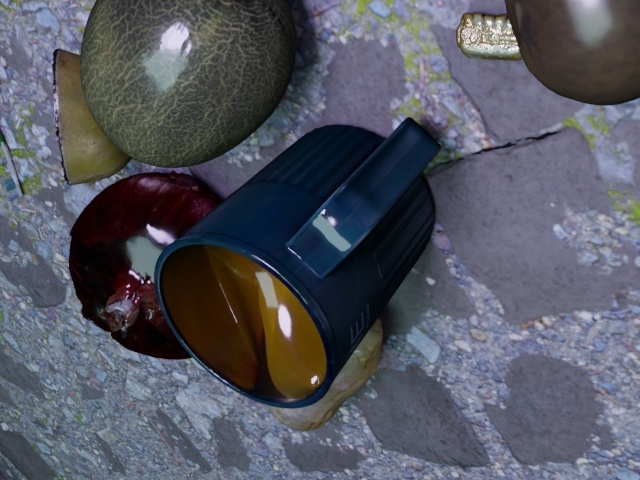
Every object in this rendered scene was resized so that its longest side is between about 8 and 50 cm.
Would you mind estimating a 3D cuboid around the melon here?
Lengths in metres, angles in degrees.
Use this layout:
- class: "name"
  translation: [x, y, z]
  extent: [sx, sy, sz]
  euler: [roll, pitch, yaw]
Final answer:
- class: "melon"
  translation: [-0.162, -0.213, 0.959]
  extent: [0.237, 0.237, 0.302]
  euler: [48, 141, -5]

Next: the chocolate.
- class: "chocolate"
  translation: [0.000, 0.200, 1.256]
  extent: [0.134, 0.134, 0.309]
  euler: [40, 138, 3]

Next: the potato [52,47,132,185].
- class: "potato"
  translation: [-0.324, -0.182, 1.199]
  extent: [0.117, 0.182, 0.202]
  euler: [-2, 110, -6]

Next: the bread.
- class: "bread"
  translation: [0.185, -0.214, 0.846]
  extent: [0.088, 0.034, 0.049]
  euler: [8, 113, 28]

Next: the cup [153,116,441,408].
- class: "cup"
  translation: [-0.016, -0.004, 0.979]
  extent: [0.242, 0.292, 0.308]
  euler: [23, 134, 21]

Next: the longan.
- class: "longan"
  translation: [0.242, -0.212, 0.706]
  extent: [0.187, 0.167, 0.167]
  euler: [47, 138, -7]

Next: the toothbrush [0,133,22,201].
- class: "toothbrush"
  translation: [-0.584, -0.203, 1.454]
  extent: [0.030, 0.030, 0.304]
  euler: [17, 130, 26]

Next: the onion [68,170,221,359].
- class: "onion"
  translation: [-0.250, 0.046, 1.242]
  extent: [0.314, 0.232, 0.314]
  euler: [6, 111, 17]
